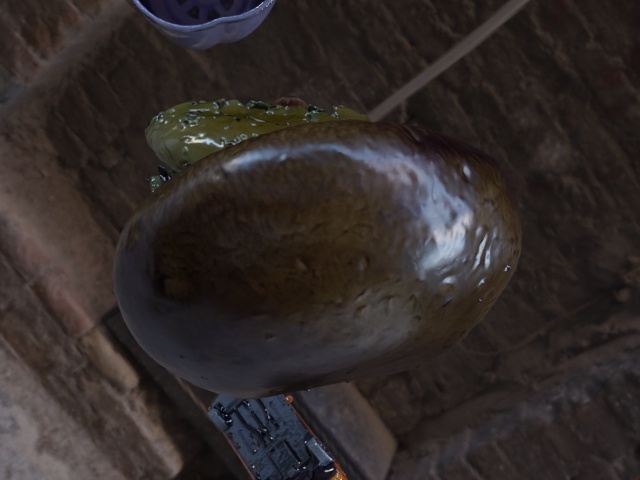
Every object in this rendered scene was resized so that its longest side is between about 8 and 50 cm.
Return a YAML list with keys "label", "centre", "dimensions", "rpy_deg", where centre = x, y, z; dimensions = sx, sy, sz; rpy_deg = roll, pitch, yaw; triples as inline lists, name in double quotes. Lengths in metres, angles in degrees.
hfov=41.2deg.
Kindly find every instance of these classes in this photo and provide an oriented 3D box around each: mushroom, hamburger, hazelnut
- label: "mushroom"
  centre: [0.008, 0.023, 0.711]
  dimensions: [0.239, 0.345, 0.345]
  rpy_deg: [69, 21, -5]
- label: "hamburger"
  centre: [-0.068, -0.056, 0.954]
  dimensions: [0.192, 0.288, 0.167]
  rpy_deg: [-88, -178, -57]
- label: "hazelnut"
  centre: [-0.055, -0.210, 1.461]
  dimensions: [0.086, 0.086, 0.086]
  rpy_deg: [44, 24, -26]

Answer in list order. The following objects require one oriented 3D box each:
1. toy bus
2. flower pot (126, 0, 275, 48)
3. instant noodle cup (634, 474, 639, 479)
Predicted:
- label: "toy bus"
  centre: [-0.074, 0.380, 1.580]
  dimensions: [0.329, 0.143, 0.153]
  rpy_deg: [43, -6, 46]
- label: "flower pot"
  centre: [-0.175, -0.389, 1.219]
  dimensions: [0.265, 0.265, 0.243]
  rpy_deg: [55, -9, 1]
- label: "instant noodle cup"
  centre: [0.302, 0.221, 0.641]
  dimensions: [0.208, 0.125, 0.177]
  rpy_deg: [12, 30, -23]
